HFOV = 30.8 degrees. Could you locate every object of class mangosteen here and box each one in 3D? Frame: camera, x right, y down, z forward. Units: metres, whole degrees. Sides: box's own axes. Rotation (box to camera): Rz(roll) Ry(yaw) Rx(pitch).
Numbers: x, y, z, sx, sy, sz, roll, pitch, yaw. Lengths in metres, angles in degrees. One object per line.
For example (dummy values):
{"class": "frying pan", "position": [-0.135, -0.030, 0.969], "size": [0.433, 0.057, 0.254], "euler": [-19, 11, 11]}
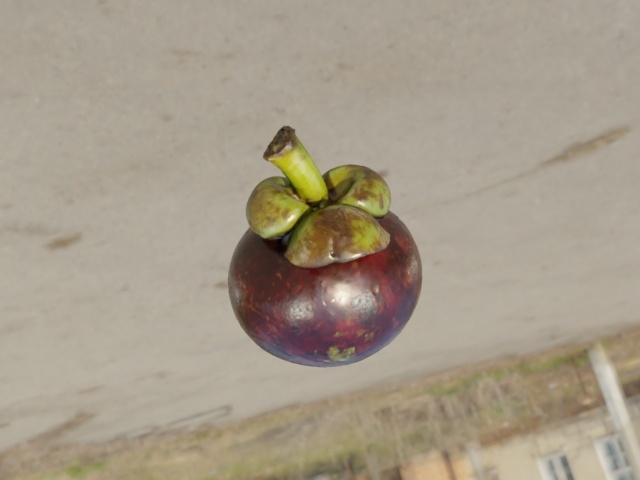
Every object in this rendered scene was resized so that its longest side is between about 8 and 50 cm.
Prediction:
{"class": "mangosteen", "position": [0.008, 0.003, 0.877], "size": [0.146, 0.181, 0.156], "euler": [-6, -163, -43]}
